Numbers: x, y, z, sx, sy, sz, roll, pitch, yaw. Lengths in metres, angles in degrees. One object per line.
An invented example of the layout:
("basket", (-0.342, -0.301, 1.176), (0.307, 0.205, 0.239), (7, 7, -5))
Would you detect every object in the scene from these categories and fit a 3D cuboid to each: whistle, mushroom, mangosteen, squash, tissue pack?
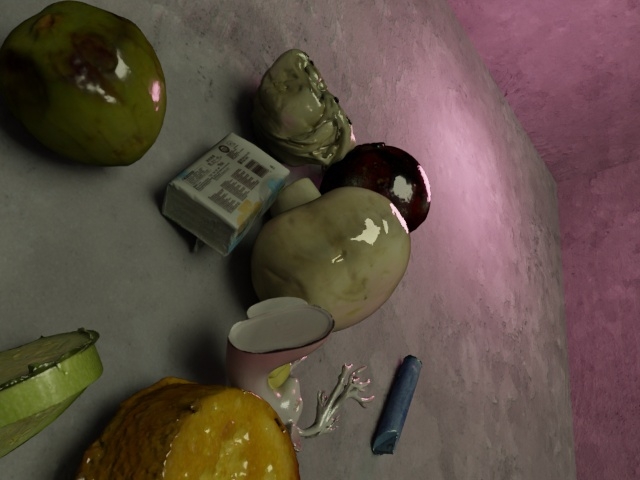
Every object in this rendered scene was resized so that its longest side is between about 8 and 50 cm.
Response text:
("whistle", (0.208, 0.436, 1.589), (0.062, 0.062, 0.304), (57, 39, -22))
("mushroom", (0.007, 0.022, 1.268), (0.325, 0.353, 0.353), (-25, 97, -70))
("mangosteen", (0.135, -0.096, 1.521), (0.311, 0.311, 0.311), (25, 57, -47))
("squash", (-0.372, 0.202, 0.753), (0.220, 0.220, 0.133), (-28, 97, -54))
("tissue pack", (-0.193, -0.083, 1.202), (0.159, 0.145, 0.229), (34, 41, 1))

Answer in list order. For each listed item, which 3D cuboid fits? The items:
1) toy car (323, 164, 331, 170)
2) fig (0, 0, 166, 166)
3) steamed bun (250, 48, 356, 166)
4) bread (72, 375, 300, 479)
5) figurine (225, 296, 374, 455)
("toy car", (0.052, -0.197, 1.649), (0.122, 0.035, 0.059), (31, 53, -55))
("fig", (-0.361, -0.230, 0.946), (0.271, 0.239, 0.239), (81, 19, -51))
("steamed bun", (-0.057, -0.280, 1.405), (0.268, 0.207, 0.280), (57, 5, -4))
("bread", (-0.192, 0.409, 0.922), (0.398, 0.215, 0.398), (33, 50, -50))
("figurine", (-0.036, 0.257, 1.133), (0.284, 0.206, 0.316), (-36, 141, -45))
